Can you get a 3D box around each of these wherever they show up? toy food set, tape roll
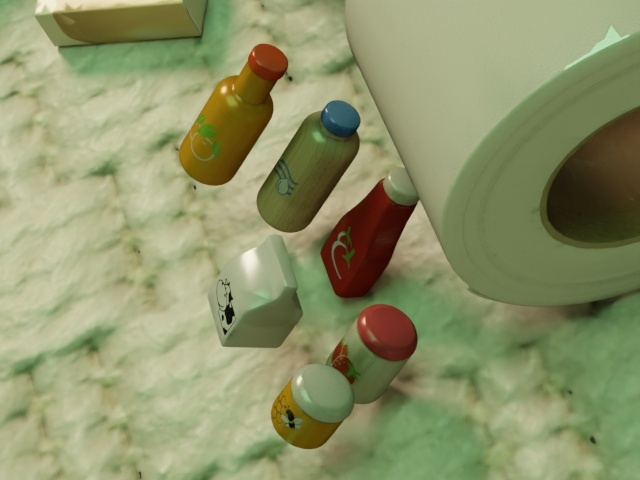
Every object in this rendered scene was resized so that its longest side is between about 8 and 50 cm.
[{"bbox_3d":[0.000,0.000,1.123,0.111,0.104,0.232,4,51,-29],"label":"toy food set"},{"bbox_3d":[0.154,-0.100,1.073,0.246,0.246,0.169,-25,56,3],"label":"tape roll"}]

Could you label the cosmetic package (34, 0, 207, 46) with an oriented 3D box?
[{"bbox_3d":[-0.140,-0.176,1.334,0.115,0.041,0.060,-4,60,16],"label":"cosmetic package"}]
